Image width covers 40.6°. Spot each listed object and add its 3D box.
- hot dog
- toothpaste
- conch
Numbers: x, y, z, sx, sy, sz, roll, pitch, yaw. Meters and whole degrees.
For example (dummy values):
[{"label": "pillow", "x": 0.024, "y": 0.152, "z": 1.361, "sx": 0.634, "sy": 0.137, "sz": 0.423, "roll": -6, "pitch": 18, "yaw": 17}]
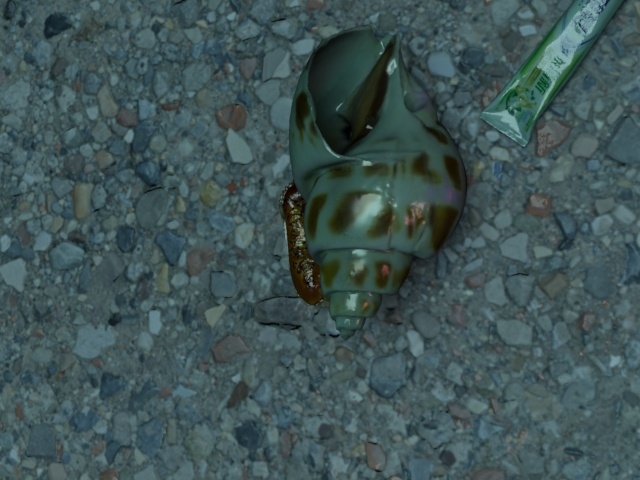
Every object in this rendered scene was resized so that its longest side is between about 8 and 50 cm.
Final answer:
[{"label": "hot dog", "x": 0.000, "y": 0.000, "z": 1.190, "sx": 0.108, "sy": 0.059, "sz": 0.191, "roll": -14, "pitch": 77, "yaw": 12}, {"label": "toothpaste", "x": 0.322, "y": -0.260, "z": 1.109, "sx": 0.075, "sy": 0.048, "sz": 0.297, "roll": 39, "pitch": 102, "yaw": 16}, {"label": "conch", "x": 0.058, "y": -0.076, "z": 1.075, "sx": 0.197, "sy": 0.249, "sz": 0.368, "roll": -42, "pitch": 35, "yaw": 44}]
